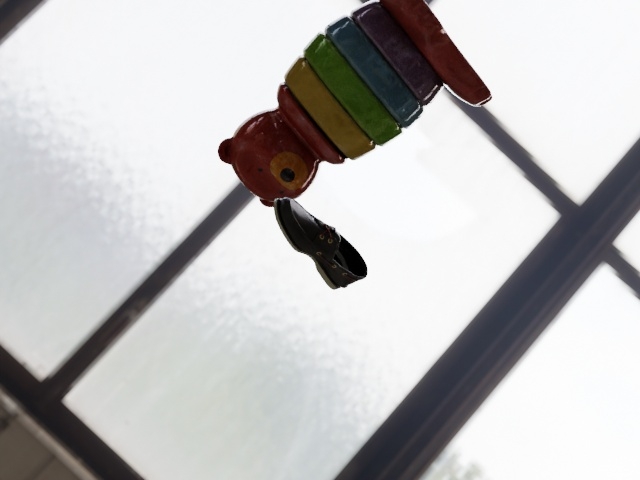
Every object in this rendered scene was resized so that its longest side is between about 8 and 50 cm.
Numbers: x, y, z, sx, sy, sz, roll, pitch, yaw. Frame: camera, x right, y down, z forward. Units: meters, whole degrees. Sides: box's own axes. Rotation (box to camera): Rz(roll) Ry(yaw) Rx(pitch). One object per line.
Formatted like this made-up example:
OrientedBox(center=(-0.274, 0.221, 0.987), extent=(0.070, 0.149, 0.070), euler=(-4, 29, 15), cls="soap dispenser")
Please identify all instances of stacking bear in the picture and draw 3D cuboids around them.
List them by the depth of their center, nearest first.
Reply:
OrientedBox(center=(0.020, -0.155, 1.551), extent=(0.175, 0.289, 0.164), euler=(48, 7, -33), cls="stacking bear")

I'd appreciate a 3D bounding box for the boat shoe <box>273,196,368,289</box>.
OrientedBox(center=(0.000, -0.001, 1.331), extent=(0.042, 0.049, 0.133), euler=(-20, -47, 27), cls="boat shoe")
